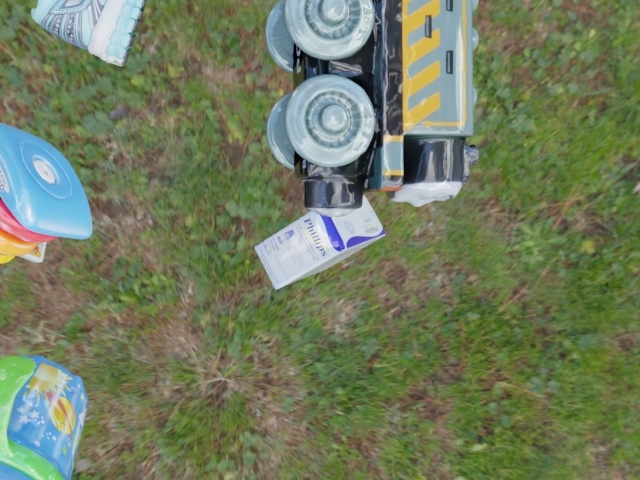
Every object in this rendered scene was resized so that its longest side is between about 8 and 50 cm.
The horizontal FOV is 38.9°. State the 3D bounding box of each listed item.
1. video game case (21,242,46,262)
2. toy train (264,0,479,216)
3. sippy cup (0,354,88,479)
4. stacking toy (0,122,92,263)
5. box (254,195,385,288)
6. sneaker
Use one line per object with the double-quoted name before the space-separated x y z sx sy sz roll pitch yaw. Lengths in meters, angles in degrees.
"video game case" -0.558 -0.089 1.612 0.026 0.227 0.207 0 73 24
"toy train" 0.052 -0.189 0.796 0.190 0.142 0.334 -1 91 -12
"sippy cup" -0.490 0.317 1.467 0.240 0.305 0.224 40 38 -24
"stacking toy" -0.479 -0.011 1.215 0.301 0.165 0.175 -34 75 14
"box" 0.000 0.000 1.291 0.137 0.126 0.072 -30 84 31
"sneaker" -0.247 -0.328 1.003 0.122 0.110 0.283 15 51 -21
